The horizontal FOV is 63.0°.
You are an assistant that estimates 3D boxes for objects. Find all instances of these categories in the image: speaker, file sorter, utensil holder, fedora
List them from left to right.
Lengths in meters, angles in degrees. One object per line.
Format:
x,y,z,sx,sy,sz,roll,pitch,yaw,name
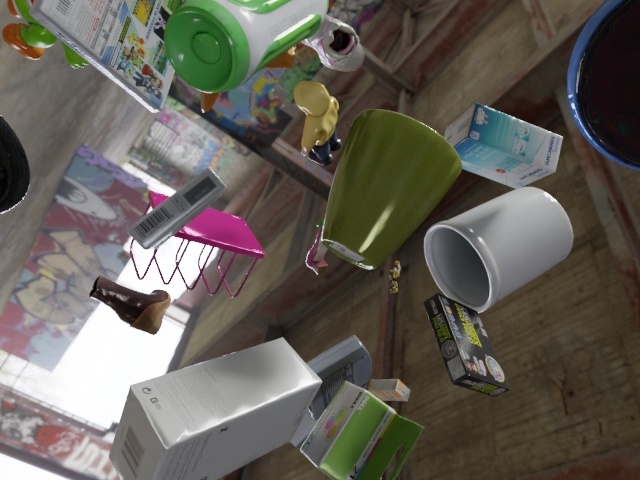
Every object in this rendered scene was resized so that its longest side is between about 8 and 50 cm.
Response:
-0.824,-0.216,1.192,0.334,0.334,0.152,-51,-150,19,fedora
-0.344,0.024,1.426,0.182,0.291,0.202,-60,-142,17,file sorter
-0.093,-0.319,0.757,0.131,0.131,0.296,-40,-169,43,speaker
0.611,0.020,1.795,0.386,0.327,0.328,-25,-172,-19,utensil holder

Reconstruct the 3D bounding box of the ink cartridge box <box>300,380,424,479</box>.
0.079,0.412,1.085,0.188,0.097,0.255,-55,-169,-15,ink cartridge box

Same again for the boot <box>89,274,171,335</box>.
-0.533,0.153,1.479,0.090,0.207,0.248,-48,-159,6,boot

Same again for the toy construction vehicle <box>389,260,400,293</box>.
0.281,0.137,1.945,0.035,0.085,0.098,4,-126,19,toy construction vehicle

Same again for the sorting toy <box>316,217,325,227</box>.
0.040,-0.060,1.558,0.102,0.042,0.061,-37,175,-7,sorting toy

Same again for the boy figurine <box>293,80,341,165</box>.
-0.008,-0.309,1.389,0.177,0.092,0.285,-62,161,-16,boy figurine

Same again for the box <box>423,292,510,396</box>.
0.422,0.302,1.517,0.060,0.216,0.270,-41,-138,30,box

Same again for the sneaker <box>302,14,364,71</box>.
0.047,-0.488,1.319,0.111,0.252,0.102,35,-75,30,sneaker

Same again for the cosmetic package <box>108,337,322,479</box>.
-0.205,0.363,1.074,0.156,0.385,0.217,43,-57,32,cosmetic package

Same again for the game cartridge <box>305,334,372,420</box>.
0.045,0.367,1.393,0.196,0.294,0.060,-24,-127,-14,game cartridge

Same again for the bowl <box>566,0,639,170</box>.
0.661,-0.302,0.947,0.391,0.391,0.077,-44,180,36,bowl

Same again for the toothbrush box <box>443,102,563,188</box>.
0.554,-0.287,1.631,0.216,0.296,0.126,145,-37,-76,toothbrush box

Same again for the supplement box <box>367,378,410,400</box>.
0.187,0.411,1.434,0.099,0.062,0.036,-16,-140,43,supplement box

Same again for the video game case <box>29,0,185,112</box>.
-0.385,-0.477,1.044,0.036,0.300,0.328,0,-111,28,video game case

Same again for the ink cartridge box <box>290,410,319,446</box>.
-0.037,0.573,1.746,0.139,0.082,0.191,-51,176,22,ink cartridge box

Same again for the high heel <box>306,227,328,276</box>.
0.000,0.000,1.830,0.117,0.082,0.243,49,-39,47,high heel

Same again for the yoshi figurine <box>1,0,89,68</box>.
-0.582,-0.547,1.275,0.363,0.203,0.203,-3,-144,26,yoshi figurine

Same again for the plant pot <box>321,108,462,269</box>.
0.129,-0.093,1.182,0.293,0.275,0.275,-61,-162,-11,plant pot

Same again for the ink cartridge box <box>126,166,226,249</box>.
-0.281,-0.058,1.044,0.189,0.066,0.232,-41,-168,-10,ink cartridge box

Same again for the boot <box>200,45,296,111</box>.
-0.171,-0.439,1.269,0.104,0.212,0.294,-135,-124,-73,boot
